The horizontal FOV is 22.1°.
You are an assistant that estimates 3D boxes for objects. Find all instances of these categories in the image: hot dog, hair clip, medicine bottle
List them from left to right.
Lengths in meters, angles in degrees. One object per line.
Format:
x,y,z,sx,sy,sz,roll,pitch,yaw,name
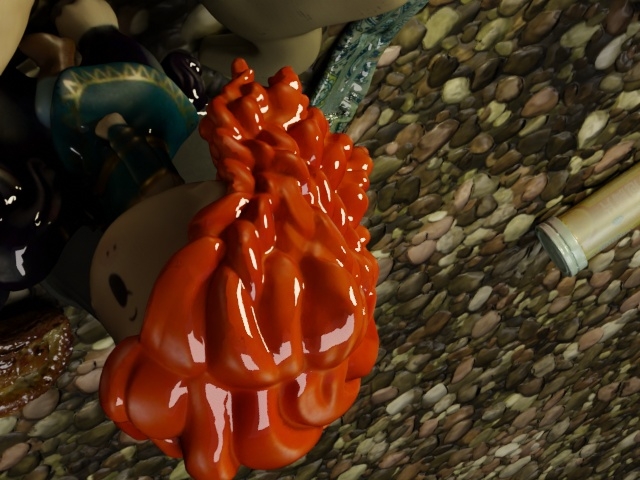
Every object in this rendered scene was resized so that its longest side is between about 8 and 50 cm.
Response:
-0.295,0.112,1.521,0.147,0.065,0.099,-15,134,-26,hot dog
0.049,-0.175,1.488,0.066,0.036,0.229,5,137,-40,hair clip
0.359,-0.046,1.923,0.218,0.074,0.074,-34,149,-5,medicine bottle

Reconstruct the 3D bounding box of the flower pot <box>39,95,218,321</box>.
-0.112,0.019,1.477,0.269,0.166,0.269,-25,149,-17,flower pot

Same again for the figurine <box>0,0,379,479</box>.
-0.131,-0.019,1.192,0.306,0.411,0.241,-45,160,-50,figurine

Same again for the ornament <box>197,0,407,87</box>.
-0.031,-0.198,1.298,0.230,0.061,0.245,-11,148,29,ornament

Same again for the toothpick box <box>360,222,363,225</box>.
0.000,0.000,1.660,0.083,0.052,0.052,-40,148,6,toothpick box

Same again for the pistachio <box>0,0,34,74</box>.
-0.324,-0.119,1.094,0.299,0.187,0.187,-41,149,-7,pistachio
